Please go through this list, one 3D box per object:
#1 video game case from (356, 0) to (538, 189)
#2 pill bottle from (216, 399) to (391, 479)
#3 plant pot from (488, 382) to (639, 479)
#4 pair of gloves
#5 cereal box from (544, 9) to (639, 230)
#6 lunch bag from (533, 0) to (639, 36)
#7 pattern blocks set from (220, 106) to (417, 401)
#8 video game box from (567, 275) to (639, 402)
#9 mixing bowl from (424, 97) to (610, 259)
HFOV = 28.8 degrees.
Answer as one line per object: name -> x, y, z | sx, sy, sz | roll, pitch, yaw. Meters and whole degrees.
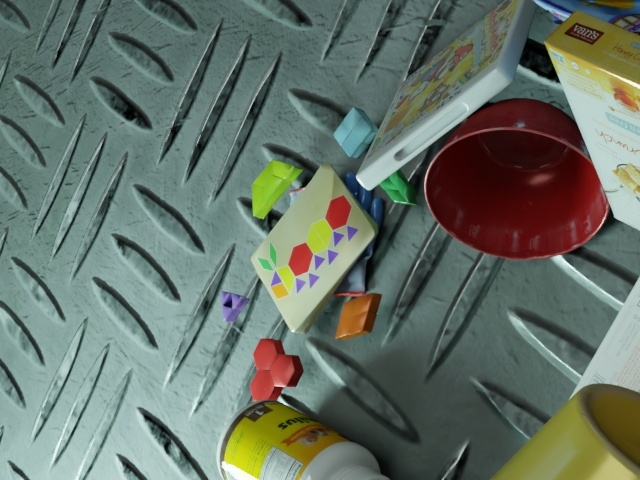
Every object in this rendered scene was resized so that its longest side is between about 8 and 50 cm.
video game case -> 0.140, -0.170, 1.341 | 0.206, 0.026, 0.227 | -37, 16, 34
pill bottle -> -0.014, 0.263, 1.394 | 0.215, 0.117, 0.117 | 20, 93, 48
plant pot -> 0.221, 0.257, 1.008 | 0.254, 0.254, 0.239 | 48, 118, 44
pair of gloves -> 0.000, 0.000, 1.538 | 0.198, 0.023, 0.159 | -9, 71, 45
cereal box -> 0.293, -0.071, 1.046 | 0.047, 0.240, 0.173 | -44, 44, -10
lunch bag -> 0.321, -0.185, 1.095 | 0.293, 0.221, 0.138 | 18, 91, 48
pattern blocks set -> -0.010, 0.012, 1.508 | 0.325, 0.026, 0.285 | -44, 51, 28
video game box -> 0.331, 0.132, 1.113 | 0.187, 0.048, 0.205 | 41, 109, 48
mixing bowl -> 0.201, -0.076, 1.254 | 0.181, 0.181, 0.098 | -30, 31, 38
